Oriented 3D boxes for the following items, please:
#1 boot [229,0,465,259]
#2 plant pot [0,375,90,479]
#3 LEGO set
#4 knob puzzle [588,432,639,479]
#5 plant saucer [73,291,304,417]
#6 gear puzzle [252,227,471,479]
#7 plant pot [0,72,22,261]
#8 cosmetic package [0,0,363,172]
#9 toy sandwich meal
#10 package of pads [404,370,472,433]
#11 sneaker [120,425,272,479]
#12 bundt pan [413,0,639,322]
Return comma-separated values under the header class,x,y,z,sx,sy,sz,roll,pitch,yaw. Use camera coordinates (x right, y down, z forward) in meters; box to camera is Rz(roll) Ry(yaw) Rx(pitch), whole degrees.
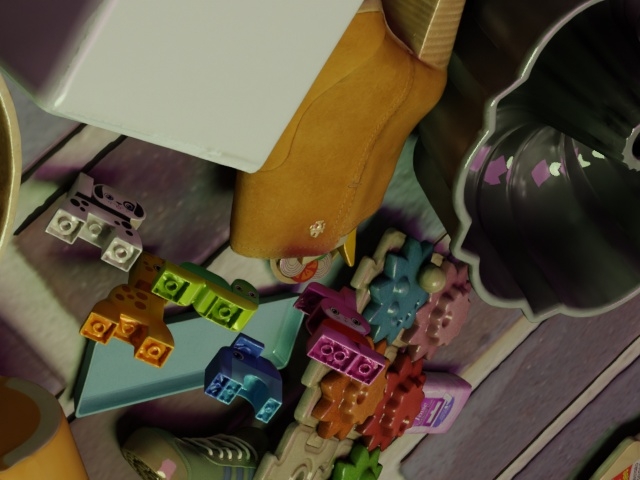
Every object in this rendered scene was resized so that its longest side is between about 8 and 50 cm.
class,x,y,z,sx,sy,sz,roll,pitch,yaw
boot,-0.025,-0.079,1.156,0.295,0.104,0.211,-10,129,-48
plant pot,-0.212,0.193,1.144,0.205,0.205,0.188,-22,121,-34
LEGO set,-0.080,0.034,1.186,0.227,0.093,0.087,27,118,-18
knob puzzle,0.298,0.257,1.888,0.213,0.030,0.213,-29,141,-27
plant saucer,-0.090,0.076,1.305,0.192,0.018,0.067,-11,130,-43
gear puzzle,0.021,0.160,1.406,0.339,0.044,0.175,-64,152,-1
plant pot,-0.288,-0.057,0.755,0.237,0.254,0.237,-28,139,-28
cosmetic package,-0.026,-0.287,0.851,0.161,0.230,0.453,16,111,-53
toy sandwich meal,0.000,0.000,1.321,0.085,0.029,0.085,-29,140,-27
package of pads,0.084,0.133,1.536,0.083,0.032,0.050,8,114,-51
sneaker,-0.078,0.165,1.370,0.086,0.064,0.192,-50,146,-14
bundt pan,0.203,-0.107,1.335,0.331,0.124,0.331,-21,138,-20
